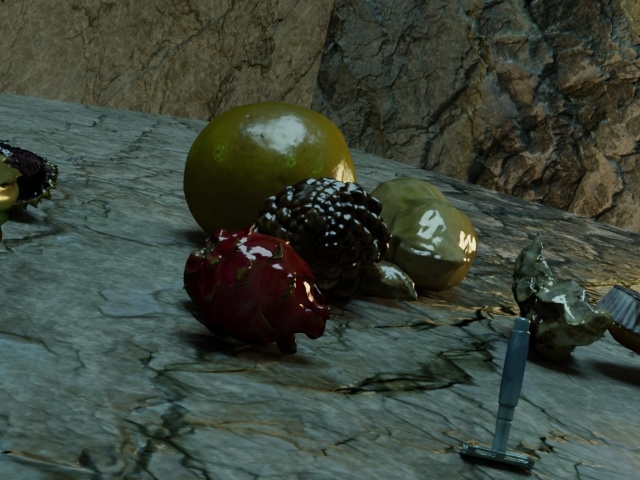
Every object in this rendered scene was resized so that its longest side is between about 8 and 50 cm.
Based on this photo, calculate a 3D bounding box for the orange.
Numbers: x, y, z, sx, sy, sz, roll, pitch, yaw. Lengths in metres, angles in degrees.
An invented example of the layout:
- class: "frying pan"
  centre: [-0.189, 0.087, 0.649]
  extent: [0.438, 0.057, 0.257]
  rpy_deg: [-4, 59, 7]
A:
- class: "orange"
  centre: [-0.076, -0.100, 1.746]
  extent: [0.279, 0.235, 0.279]
  rpy_deg: [11, 1, 0]

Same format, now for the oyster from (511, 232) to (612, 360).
- class: "oyster"
  centre: [0.306, 0.095, 1.500]
  extent: [0.107, 0.161, 0.233]
  rpy_deg: [-29, 16, -4]

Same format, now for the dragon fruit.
- class: "dragon fruit"
  centre: [-0.067, 0.055, 1.201]
  extent: [0.166, 0.136, 0.133]
  rpy_deg: [24, 11, -2]

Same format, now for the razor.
- class: "razor"
  centre: [0.175, 0.138, 1.021]
  extent: [0.068, 0.135, 0.040]
  rpy_deg: [13, -9, -1]

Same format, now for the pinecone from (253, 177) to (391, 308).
- class: "pinecone"
  centre: [0.000, -0.002, 1.494]
  extent: [0.186, 0.168, 0.212]
  rpy_deg: [8, 11, 0]

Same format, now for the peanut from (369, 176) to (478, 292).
- class: "peanut"
  centre: [0.161, -0.011, 1.790]
  extent: [0.174, 0.158, 0.340]
  rpy_deg: [54, -6, -26]

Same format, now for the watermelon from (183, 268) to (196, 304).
- class: "watermelon"
  centre: [-0.120, 0.051, 1.313]
  extent: [0.078, 0.078, 0.111]
  rpy_deg: [7, 12, -31]

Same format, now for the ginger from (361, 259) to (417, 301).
- class: "ginger"
  centre: [0.041, 0.042, 1.625]
  extent: [0.214, 0.058, 0.133]
  rpy_deg: [15, 5, 4]

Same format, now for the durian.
- class: "durian"
  centre: [-0.474, -0.079, 1.628]
  extent: [0.187, 0.119, 0.108]
  rpy_deg: [26, -27, 8]

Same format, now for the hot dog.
- class: "hot dog"
  centre: [0.488, 0.142, 1.476]
  extent: [0.268, 0.075, 0.144]
  rpy_deg: [28, 9, -6]

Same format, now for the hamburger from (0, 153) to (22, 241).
- class: "hamburger"
  centre: [-0.450, -0.039, 1.188]
  extent: [0.237, 0.148, 0.237]
  rpy_deg: [19, 14, -5]
